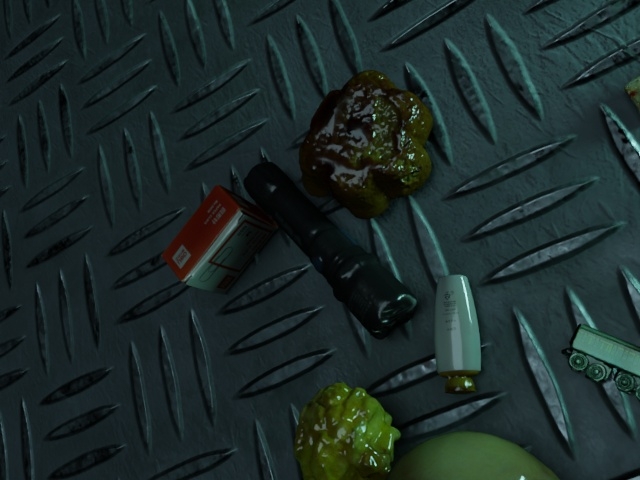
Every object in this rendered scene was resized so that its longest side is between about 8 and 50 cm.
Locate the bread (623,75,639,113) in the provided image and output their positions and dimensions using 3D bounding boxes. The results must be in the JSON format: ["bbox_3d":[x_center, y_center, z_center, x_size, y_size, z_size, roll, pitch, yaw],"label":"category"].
[{"bbox_3d":[0.532,-0.241,1.013,0.153,0.028,0.068,-30,61,18],"label":"bread"}]

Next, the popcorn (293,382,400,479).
[{"bbox_3d":[0.047,0.311,1.049,0.155,0.197,0.198,-9,71,12],"label":"popcorn"}]

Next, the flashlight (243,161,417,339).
[{"bbox_3d":[0.000,0.000,1.211,0.103,0.103,0.424,-50,58,9],"label":"flashlight"}]

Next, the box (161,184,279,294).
[{"bbox_3d":[-0.184,0.003,1.296,0.182,0.133,0.099,-50,59,7],"label":"box"}]

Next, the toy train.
[{"bbox_3d":[0.411,0.172,0.956,0.147,0.038,0.071,23,85,34],"label":"toy train"}]

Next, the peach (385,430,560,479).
[{"bbox_3d":[0.201,0.394,0.872,0.292,0.248,0.292,-15,39,12],"label":"peach"}]

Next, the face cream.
[{"bbox_3d":[0.211,0.146,1.072,0.072,0.051,0.182,-10,70,26],"label":"face cream"}]

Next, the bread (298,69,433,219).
[{"bbox_3d":[0.085,-0.169,1.189,0.232,0.135,0.247,28,86,21],"label":"bread"}]
